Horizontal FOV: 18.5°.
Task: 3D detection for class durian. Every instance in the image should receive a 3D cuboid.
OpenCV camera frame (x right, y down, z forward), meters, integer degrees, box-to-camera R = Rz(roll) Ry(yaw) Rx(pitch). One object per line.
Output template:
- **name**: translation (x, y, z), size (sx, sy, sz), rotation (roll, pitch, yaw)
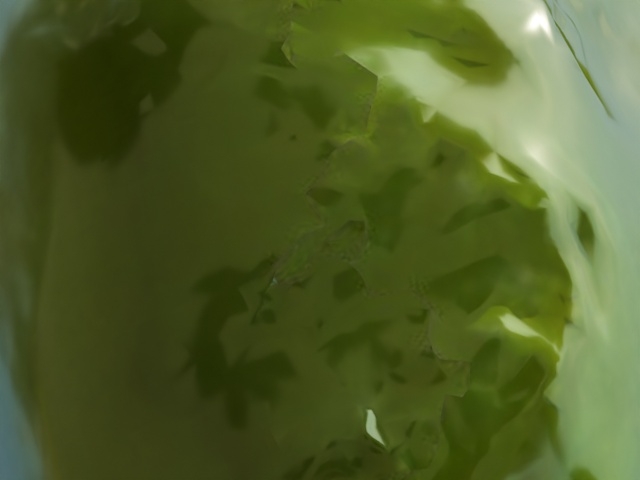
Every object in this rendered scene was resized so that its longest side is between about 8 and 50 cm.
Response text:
- **durian**: translation (0.000, 0.000, 0.488), size (0.204, 0.339, 0.256), rotation (0, -86, -10)
